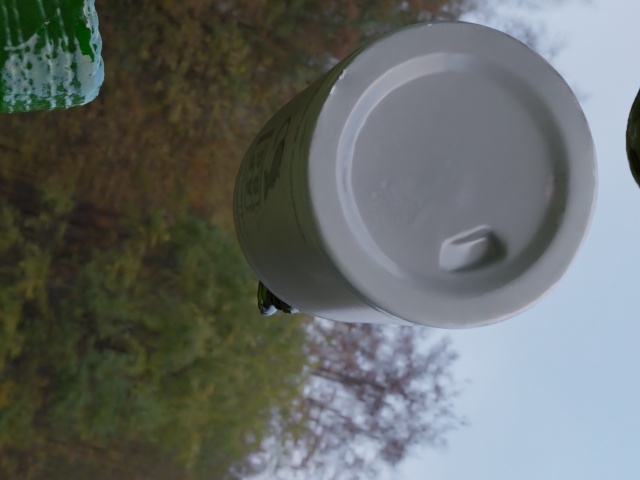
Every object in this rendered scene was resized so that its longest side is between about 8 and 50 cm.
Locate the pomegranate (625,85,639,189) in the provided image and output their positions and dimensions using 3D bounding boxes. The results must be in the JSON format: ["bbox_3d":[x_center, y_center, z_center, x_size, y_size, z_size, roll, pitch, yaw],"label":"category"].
[{"bbox_3d":[0.351,-0.079,0.950,0.181,0.224,0.181,-167,-90,-81],"label":"pomegranate"}]

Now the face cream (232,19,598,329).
[{"bbox_3d":[0.020,-0.021,0.735,0.370,0.145,0.145,165,-58,-76],"label":"face cream"}]

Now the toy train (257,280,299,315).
[{"bbox_3d":[0.000,0.000,1.458,0.296,0.101,0.160,-35,131,-73],"label":"toy train"}]

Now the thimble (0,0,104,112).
[{"bbox_3d":[-0.209,-0.160,0.892,0.118,0.090,0.130,123,-45,-66],"label":"thimble"}]
